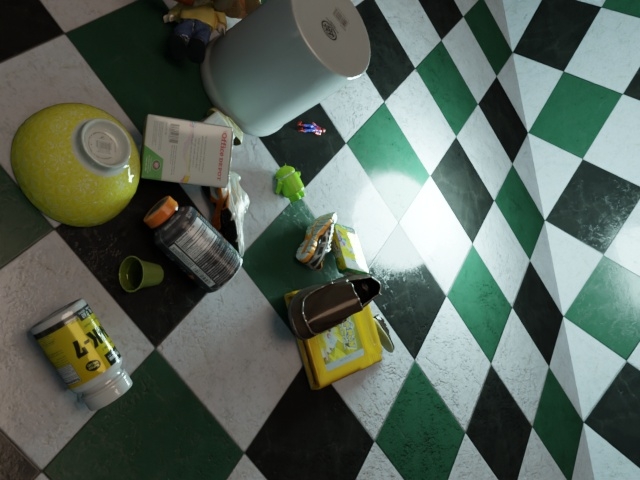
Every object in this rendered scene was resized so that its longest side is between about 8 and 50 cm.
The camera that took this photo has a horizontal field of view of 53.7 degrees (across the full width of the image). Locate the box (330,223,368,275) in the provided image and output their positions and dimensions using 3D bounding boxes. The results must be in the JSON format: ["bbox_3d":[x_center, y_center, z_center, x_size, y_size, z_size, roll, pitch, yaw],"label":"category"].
[{"bbox_3d":[0.083,0.028,2.008,0.105,0.043,0.179,17,49,-40],"label":"box"}]

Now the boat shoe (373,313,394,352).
[{"bbox_3d":[0.207,0.301,2.051,0.042,0.049,0.133,-32,94,-40],"label":"boat shoe"}]

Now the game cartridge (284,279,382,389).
[{"bbox_3d":[0.052,0.264,1.900,0.323,0.052,0.285,-12,83,-47],"label":"game cartridge"}]

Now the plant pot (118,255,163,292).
[{"bbox_3d":[-0.410,0.079,1.472,0.079,0.083,0.083,8,68,-57],"label":"plant pot"}]

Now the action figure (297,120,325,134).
[{"bbox_3d":[-0.026,-0.369,2.088,0.115,0.030,0.038,1,69,-49],"label":"action figure"}]

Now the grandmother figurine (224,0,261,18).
[{"bbox_3d":[-0.236,-0.810,1.954,0.208,0.104,0.342,8,50,-8],"label":"grandmother figurine"}]

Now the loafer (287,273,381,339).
[{"bbox_3d":[0.047,0.167,1.801,0.366,0.130,0.134,-28,96,-50],"label":"loafer"}]

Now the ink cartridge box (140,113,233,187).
[{"bbox_3d":[-0.333,-0.218,1.568,0.212,0.093,0.154,5,94,-21],"label":"ink cartridge box"}]

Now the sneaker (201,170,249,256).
[{"bbox_3d":[-0.231,-0.077,1.707,0.121,0.099,0.262,-3,78,-52],"label":"sneaker"}]

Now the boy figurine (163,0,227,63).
[{"bbox_3d":[-0.348,-0.619,1.778,0.177,0.092,0.285,8,48,-2],"label":"boy figurine"}]

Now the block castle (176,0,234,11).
[{"bbox_3d":[-0.390,-0.831,1.657,0.453,0.213,0.303,15,63,-22],"label":"block castle"}]

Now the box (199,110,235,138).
[{"bbox_3d":[-0.306,-0.274,1.696,0.087,0.101,0.102,55,43,-16],"label":"box"}]

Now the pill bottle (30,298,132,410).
[{"bbox_3d":[-0.483,0.235,1.295,0.119,0.119,0.208,-41,105,-47],"label":"pill bottle"}]

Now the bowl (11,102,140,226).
[{"bbox_3d":[-0.510,-0.189,1.407,0.289,0.156,0.289,20,61,-41],"label":"bowl"}]

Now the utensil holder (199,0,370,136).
[{"bbox_3d":[-0.100,-0.518,1.799,0.327,0.385,0.327,19,62,-41],"label":"utensil holder"}]

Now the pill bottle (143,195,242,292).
[{"bbox_3d":[-0.317,0.005,1.554,0.246,0.130,0.130,48,46,-22],"label":"pill bottle"}]

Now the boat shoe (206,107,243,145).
[{"bbox_3d":[-0.270,-0.329,1.800,0.135,0.050,0.045,50,41,-35],"label":"boat shoe"}]

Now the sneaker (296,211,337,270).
[{"bbox_3d":[0.000,0.000,1.934,0.083,0.084,0.215,48,55,-27],"label":"sneaker"}]

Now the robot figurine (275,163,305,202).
[{"bbox_3d":[-0.093,-0.174,1.908,0.101,0.067,0.115,-36,101,-43],"label":"robot figurine"}]
